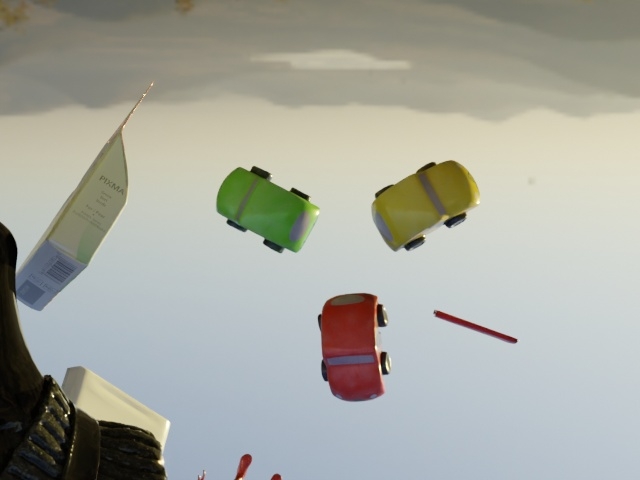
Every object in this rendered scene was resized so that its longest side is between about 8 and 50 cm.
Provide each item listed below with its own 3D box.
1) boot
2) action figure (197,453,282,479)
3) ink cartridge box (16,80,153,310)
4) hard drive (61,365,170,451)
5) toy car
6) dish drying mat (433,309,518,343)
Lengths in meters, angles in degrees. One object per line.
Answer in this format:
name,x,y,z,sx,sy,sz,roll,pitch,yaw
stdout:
boot,-0.270,0.148,1.147,0.260,0.347,0.131,18,149,-29
action figure,-0.131,0.384,1.788,0.091,0.139,0.280,30,-154,9
ink cartridge box,-0.243,-0.044,1.291,0.056,0.224,0.181,37,149,-12
hard drive,-0.324,0.360,1.694,0.040,0.307,0.203,-11,142,35
toy car,0.000,0.000,1.073,0.225,0.239,0.053,27,180,13
dish drying mat,0.151,0.085,1.169,0.083,0.008,0.032,20,177,1
